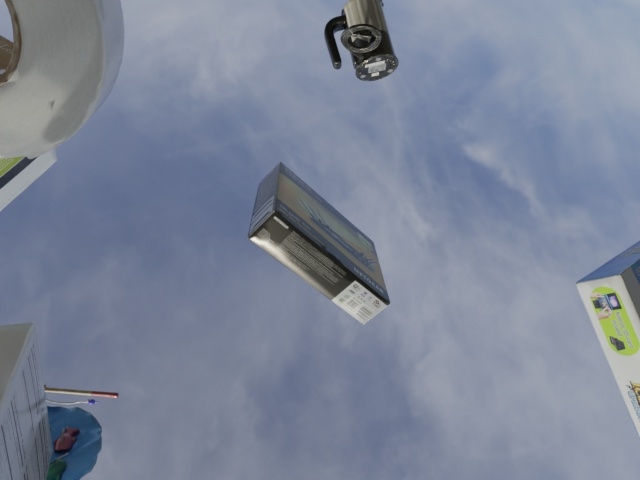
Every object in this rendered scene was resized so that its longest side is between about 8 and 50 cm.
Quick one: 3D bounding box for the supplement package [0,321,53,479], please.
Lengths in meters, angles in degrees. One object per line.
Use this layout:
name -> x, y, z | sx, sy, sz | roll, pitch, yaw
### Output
supplement package -> -0.397, 0.232, 0.433 | 0.199, 0.198, 0.263 | -3, -163, -22

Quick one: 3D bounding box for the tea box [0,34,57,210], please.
tea box -> -0.751, -0.272, 0.895 | 0.329, 0.323, 0.220 | 30, -127, -6

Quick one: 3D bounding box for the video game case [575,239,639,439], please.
video game case -> 0.486, 0.130, 0.629 | 0.269, 0.061, 0.244 | -17, -95, -37

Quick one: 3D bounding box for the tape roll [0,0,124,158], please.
tape roll -> -0.428, -0.274, 0.505 | 0.392, 0.392, 0.072 | 16, -142, -12

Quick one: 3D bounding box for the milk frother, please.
milk frother -> 0.080, -0.390, 0.831 | 0.129, 0.143, 0.134 | -9, -102, -17

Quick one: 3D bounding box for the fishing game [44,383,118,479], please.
fishing game -> -0.412, 0.296, 0.640 | 0.189, 0.041, 0.264 | 5, -155, 0

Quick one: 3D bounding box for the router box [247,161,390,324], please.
router box -> 0.000, 0.000, 0.949 | 0.309, 0.081, 0.243 | 39, -158, -23
